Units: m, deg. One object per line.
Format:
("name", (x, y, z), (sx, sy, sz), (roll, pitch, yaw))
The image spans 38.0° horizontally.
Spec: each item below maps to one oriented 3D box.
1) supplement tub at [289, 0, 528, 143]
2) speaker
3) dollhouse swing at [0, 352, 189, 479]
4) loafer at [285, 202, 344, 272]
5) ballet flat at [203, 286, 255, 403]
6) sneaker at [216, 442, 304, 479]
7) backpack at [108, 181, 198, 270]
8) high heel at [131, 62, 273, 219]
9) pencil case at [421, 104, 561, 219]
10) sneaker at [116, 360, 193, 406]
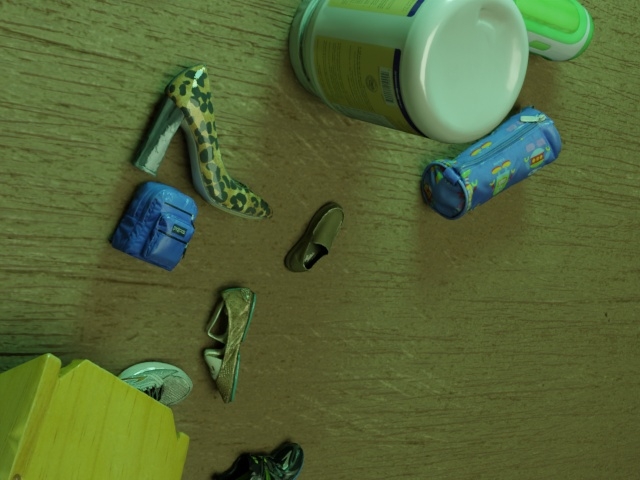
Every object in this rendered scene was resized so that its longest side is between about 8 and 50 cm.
("supplement tub", (0.127, -0.293, 1.447), (0.241, 0.331, 0.241), (-14, 114, -34))
("speaker", (0.381, -0.420, 1.740), (0.297, 0.131, 0.131), (6, 102, -39))
("dollhouse swing", (-0.431, 0.356, 1.336), (0.347, 0.305, 0.315), (47, 47, -50))
("loafer", (0.000, 0.000, 1.636), (0.056, 0.050, 0.148), (42, 78, -40))
("ballet flat", (-0.162, 0.175, 1.572), (0.067, 0.073, 0.206), (10, 98, -12))
("sneaker", (-0.108, 0.420, 1.688), (0.188, 0.067, 0.078), (-22, 124, -28))
("backpack", (-0.239, -0.022, 1.408), (0.098, 0.101, 0.120), (29, 83, -47))
("high heel", (-0.144, -0.146, 1.443), (0.261, 0.093, 0.186), (27, 90, -35))
("pencil case", (0.338, -0.155, 1.801), (0.306, 0.119, 0.133), (-30, 151, -27))
("sneaker", (-0.300, 0.253, 1.460), (0.225, 0.093, 0.088), (-8, 110, -37))
